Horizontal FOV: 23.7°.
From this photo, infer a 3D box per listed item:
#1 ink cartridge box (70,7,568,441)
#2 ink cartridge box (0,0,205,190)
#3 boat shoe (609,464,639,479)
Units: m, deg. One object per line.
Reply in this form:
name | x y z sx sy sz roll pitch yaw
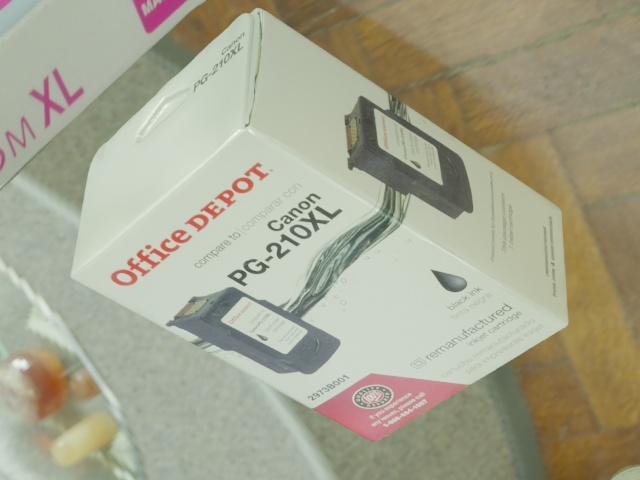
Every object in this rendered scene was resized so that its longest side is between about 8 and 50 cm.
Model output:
ink cartridge box | 0.000 0.000 0.890 0.237 0.100 0.172 31 132 -27
ink cartridge box | -0.218 -0.106 0.650 0.311 0.186 0.065 18 143 35
boat shoe | 0.236 0.310 1.087 0.113 0.103 0.302 4 95 -3
